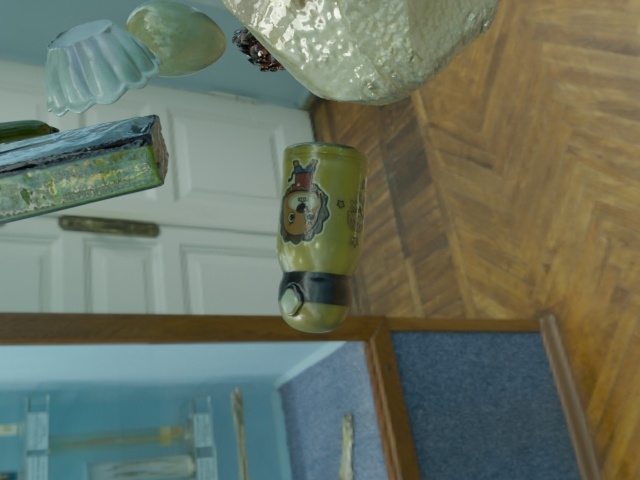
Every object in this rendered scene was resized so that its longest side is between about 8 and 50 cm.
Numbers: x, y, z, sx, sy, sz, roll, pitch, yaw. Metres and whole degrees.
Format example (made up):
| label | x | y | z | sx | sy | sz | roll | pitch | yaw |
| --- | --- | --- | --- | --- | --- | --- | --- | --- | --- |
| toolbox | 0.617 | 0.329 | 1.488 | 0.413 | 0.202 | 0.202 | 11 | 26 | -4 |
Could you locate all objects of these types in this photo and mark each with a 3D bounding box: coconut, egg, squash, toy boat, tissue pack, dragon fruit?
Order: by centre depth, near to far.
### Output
| label | x | y | z | sx | sy | sz | roll | pitch | yaw |
| --- | --- | --- | --- | --- | --- | --- | --- | --- | --- |
| coconut | 0.050 | -0.407 | 1.010 | 0.344 | 0.415 | 0.415 | 2 | 88 | 63 |
| toy boat | -0.373 | -0.295 | 1.192 | 0.290 | 0.199 | 0.100 | 46 | 159 | 59 |
| tissue pack | -0.499 | -0.136 | 1.402 | 0.288 | 0.394 | 0.124 | -117 | 14 | -70 |
| dragon fruit | -0.125 | -0.453 | 1.699 | 0.130 | 0.142 | 0.121 | -12 | 86 | 25 |
| squash | -0.747 | -0.246 | 1.717 | 0.069 | 0.258 | 0.069 | 35 | 134 | 48 |
| egg | -0.422 | -0.585 | 2.119 | 0.218 | 0.295 | 0.218 | -178 | 90 | -71 |

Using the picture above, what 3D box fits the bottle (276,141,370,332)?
| label | x | y | z | sx | sy | sz | roll | pitch | yaw |
| --- | --- | --- | --- | --- | --- | --- | --- | --- | --- |
| bottle | 0.000 | 0.000 | 1.386 | 0.171 | 0.171 | 0.351 | -12 | 71 | 60 |
